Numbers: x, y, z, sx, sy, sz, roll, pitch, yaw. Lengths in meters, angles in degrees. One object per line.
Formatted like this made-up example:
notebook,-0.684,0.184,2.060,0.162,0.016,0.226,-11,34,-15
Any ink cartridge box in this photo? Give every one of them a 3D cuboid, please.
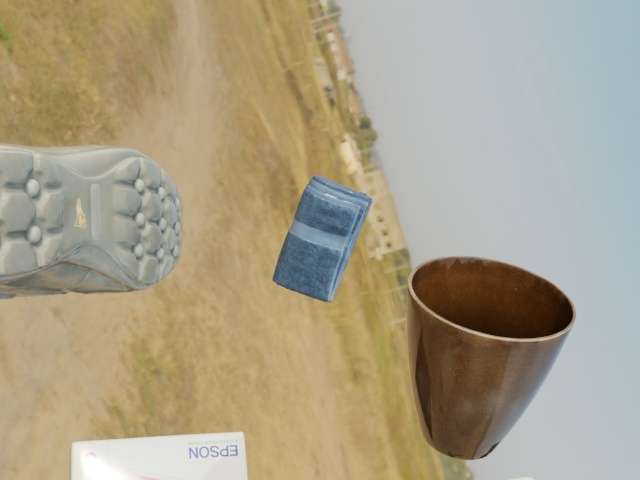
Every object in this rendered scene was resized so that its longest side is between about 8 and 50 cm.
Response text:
ink cartridge box,-0.287,0.523,1.413,0.071,0.324,0.330,123,-37,-57

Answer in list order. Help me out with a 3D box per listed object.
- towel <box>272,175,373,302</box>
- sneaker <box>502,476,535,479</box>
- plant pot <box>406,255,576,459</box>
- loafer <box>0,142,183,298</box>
towel,0.000,0.000,0.765,0.029,0.067,0.119,-88,-161,-70
sneaker,0.276,0.412,1.200,0.070,0.134,0.051,-96,172,-54
plant pot,0.206,0.170,1.049,0.215,0.215,0.230,-96,-169,-64
loafer,-0.193,-0.016,0.536,0.319,0.111,0.112,13,78,-74
